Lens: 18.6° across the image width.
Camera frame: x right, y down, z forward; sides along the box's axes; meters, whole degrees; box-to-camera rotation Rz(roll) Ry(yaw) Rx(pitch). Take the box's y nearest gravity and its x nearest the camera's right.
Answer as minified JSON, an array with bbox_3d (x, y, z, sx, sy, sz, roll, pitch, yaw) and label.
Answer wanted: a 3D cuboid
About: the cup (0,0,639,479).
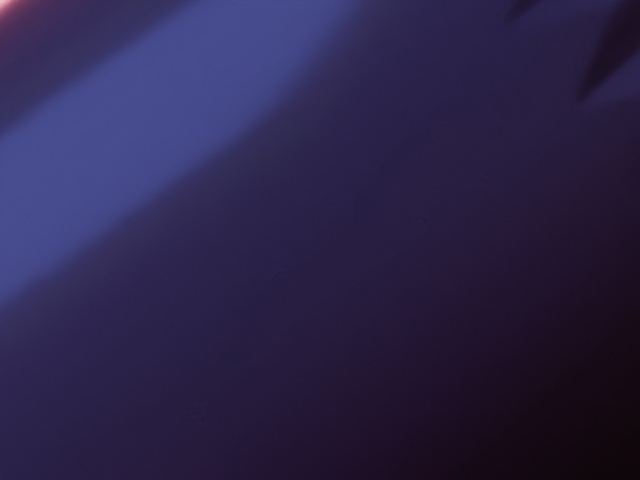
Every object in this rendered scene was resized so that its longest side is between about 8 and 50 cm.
[{"bbox_3d":[0.000,0.000,0.573,0.371,0.253,0.253,-40,35,6],"label":"cup"}]
